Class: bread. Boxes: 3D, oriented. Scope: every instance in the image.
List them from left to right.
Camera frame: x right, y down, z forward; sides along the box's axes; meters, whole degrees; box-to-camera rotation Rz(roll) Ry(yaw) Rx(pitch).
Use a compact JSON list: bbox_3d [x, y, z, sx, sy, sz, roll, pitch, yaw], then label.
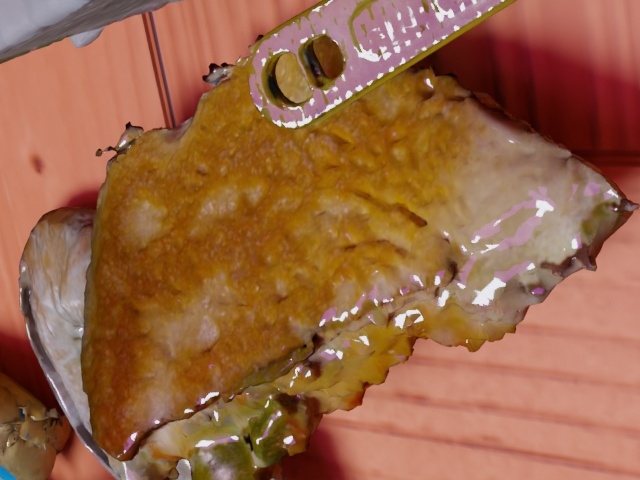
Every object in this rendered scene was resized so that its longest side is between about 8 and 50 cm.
[{"bbox_3d":[-0.176,0.085,0.637,0.106,0.053,0.072,8,154,35],"label":"bread"}]

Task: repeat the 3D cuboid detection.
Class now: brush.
[{"bbox_3d":[0.064,-0.092,0.379,0.218,0.010,0.082,-27,93,26],"label":"brush"}]

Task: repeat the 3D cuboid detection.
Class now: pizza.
[{"bbox_3d":[0.000,0.000,0.462,0.226,0.069,0.147,-34,58,25],"label":"pizza"}]

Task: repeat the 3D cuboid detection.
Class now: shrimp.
[{"bbox_3d":[-0.067,0.087,0.567,0.223,0.047,0.126,58,139,8],"label":"shrimp"}]

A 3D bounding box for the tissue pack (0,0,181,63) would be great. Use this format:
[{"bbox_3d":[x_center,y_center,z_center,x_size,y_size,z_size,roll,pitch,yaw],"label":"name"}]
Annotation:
[{"bbox_3d":[-0.096,-0.175,0.391,0.145,0.159,0.229,-20,99,41],"label":"tissue pack"}]
